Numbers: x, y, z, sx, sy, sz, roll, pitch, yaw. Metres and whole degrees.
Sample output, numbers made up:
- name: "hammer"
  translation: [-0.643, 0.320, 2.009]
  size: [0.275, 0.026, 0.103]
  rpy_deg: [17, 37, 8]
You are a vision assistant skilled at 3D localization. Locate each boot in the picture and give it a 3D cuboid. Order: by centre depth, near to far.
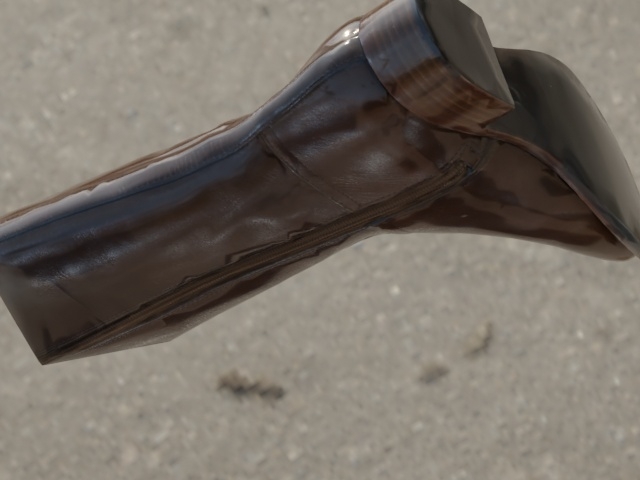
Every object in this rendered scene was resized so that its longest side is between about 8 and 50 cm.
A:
- name: "boot"
  translation: [0.000, 0.000, 0.374]
  size: [0.114, 0.106, 0.037]
  rpy_deg: [-30, 51, 24]
